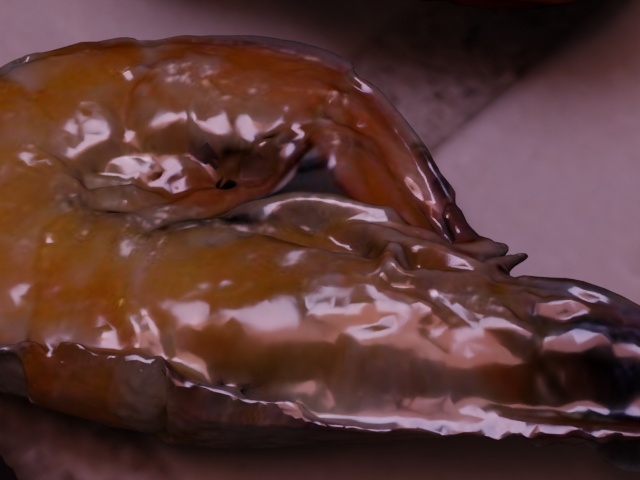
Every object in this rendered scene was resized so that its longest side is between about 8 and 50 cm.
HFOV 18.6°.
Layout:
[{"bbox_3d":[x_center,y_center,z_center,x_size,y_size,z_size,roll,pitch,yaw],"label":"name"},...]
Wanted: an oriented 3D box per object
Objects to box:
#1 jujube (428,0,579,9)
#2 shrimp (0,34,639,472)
[{"bbox_3d":[0.019,-0.159,0.689,0.230,0.155,0.155,4,60,18],"label":"jujube"},{"bbox_3d":[0.000,0.000,0.644,0.317,0.062,0.164,12,58,15],"label":"shrimp"}]
